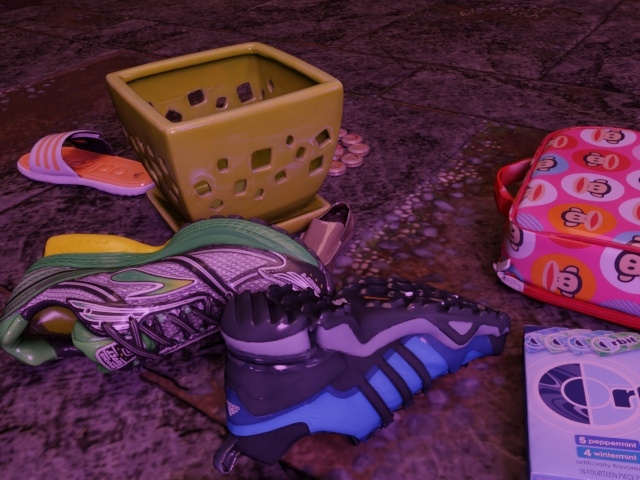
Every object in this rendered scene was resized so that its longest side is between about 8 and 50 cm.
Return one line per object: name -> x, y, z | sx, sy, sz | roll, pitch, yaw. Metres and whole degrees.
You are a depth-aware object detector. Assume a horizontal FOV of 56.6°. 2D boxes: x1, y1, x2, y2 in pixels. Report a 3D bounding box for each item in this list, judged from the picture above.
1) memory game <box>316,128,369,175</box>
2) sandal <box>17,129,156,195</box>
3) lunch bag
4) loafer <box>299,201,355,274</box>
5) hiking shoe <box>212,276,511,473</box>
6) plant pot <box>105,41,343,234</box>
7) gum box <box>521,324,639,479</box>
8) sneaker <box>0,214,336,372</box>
memory game -> -0.011, -0.150, 0.988 | 0.186, 0.012, 0.186 | -2, 34, 2
sandal -> -0.366, -0.137, 0.942 | 0.265, 0.076, 0.102 | 11, 36, 20
lunch bag -> 0.330, -0.036, 0.696 | 0.258, 0.120, 0.293 | 15, 39, 26
loafer -> 0.000, 0.000, 0.733 | 0.056, 0.050, 0.148 | 10, 36, 19
hiking shoe -> 0.045, 0.107, 0.528 | 0.304, 0.132, 0.113 | 2, 12, -33
plant pot -> -0.117, -0.112, 0.770 | 0.227, 0.207, 0.228 | -21, 38, -25
gum box -> 0.248, 0.141, 0.484 | 0.157, 0.041, 0.184 | 2, 27, 17
sneaker -> -0.151, 0.073, 0.593 | 0.343, 0.134, 0.146 | -6, 40, 12
